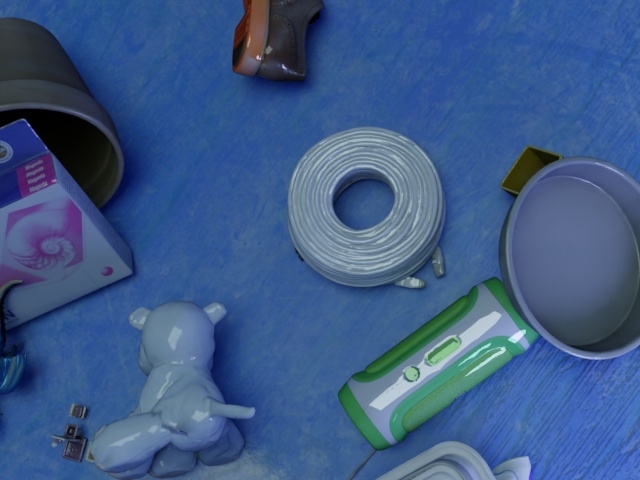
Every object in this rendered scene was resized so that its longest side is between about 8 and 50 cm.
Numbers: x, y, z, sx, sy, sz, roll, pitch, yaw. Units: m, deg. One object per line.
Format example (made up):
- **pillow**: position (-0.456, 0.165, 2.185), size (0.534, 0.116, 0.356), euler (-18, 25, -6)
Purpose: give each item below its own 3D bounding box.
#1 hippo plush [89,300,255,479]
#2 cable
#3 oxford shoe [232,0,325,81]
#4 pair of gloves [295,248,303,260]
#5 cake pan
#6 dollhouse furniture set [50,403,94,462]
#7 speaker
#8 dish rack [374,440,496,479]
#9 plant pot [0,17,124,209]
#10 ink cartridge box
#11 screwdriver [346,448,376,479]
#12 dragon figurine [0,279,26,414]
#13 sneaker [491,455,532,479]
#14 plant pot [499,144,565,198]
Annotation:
- **hippo plush**: position (-0.242, 0.216, 1.524), size (0.234, 0.294, 0.237), euler (-9, 66, -11)
- **cable**: position (0.069, -0.053, 1.592), size (0.257, 0.089, 0.257), euler (-1, 75, 9)
- **oxford shoe**: position (-0.061, -0.431, 1.724), size (0.132, 0.130, 0.364), euler (14, 71, -17)
- **pair of gloves**: position (0.000, 0.000, 1.644), size (0.083, 0.010, 0.074), euler (6, 79, 15)
- **cake pan**: position (0.379, 0.026, 1.455), size (0.293, 0.054, 0.293), euler (4, 81, -23)
- **dollhouse furniture set**: position (-0.373, 0.319, 1.618), size (0.114, 0.081, 0.091), euler (12, 80, 15)
- **speaker**: position (0.175, 0.184, 1.498), size (0.296, 0.131, 0.131), euler (-37, 72, 3)
- **dish rack**: position (0.163, 0.469, 1.354), size (0.285, 0.072, 0.333), euler (-37, 77, 30)
- **plant pot**: position (-0.511, -0.212, 1.681), size (0.323, 0.323, 0.280), euler (-23, 57, 7)
- **ink cartridge box**: position (-0.521, 0.001, 1.608), size (0.324, 0.330, 0.071), euler (-24, 45, 8)
- **screwdriver**: position (0.044, 0.369, 1.547), size (0.024, 0.025, 0.170), euler (40, 80, 19)
- **dragon figurine**: position (-0.538, 0.198, 1.656), size (0.289, 0.144, 0.085), euler (-56, 28, -2)
- **sneaker**: position (0.296, 0.430, 1.407), size (0.322, 0.130, 0.236), euler (13, 86, 22)
- **plant pot**: position (0.344, -0.085, 1.541), size (0.081, 0.083, 0.081), euler (-56, 35, -3)
